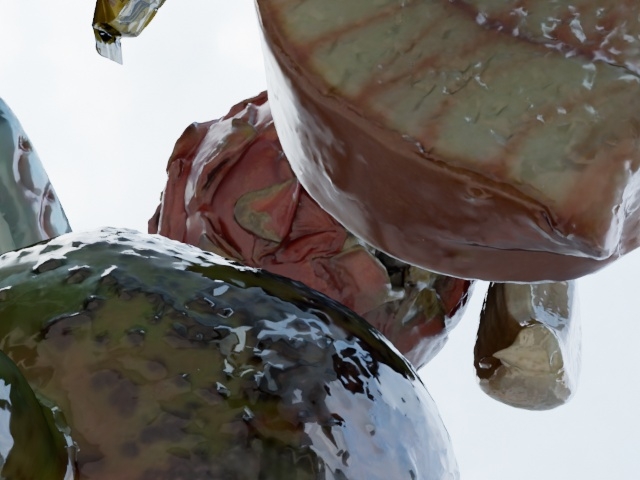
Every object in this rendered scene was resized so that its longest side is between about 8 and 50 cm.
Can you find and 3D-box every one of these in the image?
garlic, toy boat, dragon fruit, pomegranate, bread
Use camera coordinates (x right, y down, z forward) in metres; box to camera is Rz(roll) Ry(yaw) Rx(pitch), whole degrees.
[{"bbox_3d":[0.175,0.049,1.247,0.090,0.198,0.129,12,-42,9],"label":"garlic"},{"bbox_3d":[-0.195,-0.004,0.940,0.134,0.079,0.208,9,-58,39],"label":"toy boat"},{"bbox_3d":[0.000,0.000,1.320,0.342,0.277,0.278,18,-67,48],"label":"dragon fruit"},{"bbox_3d":[-0.090,0.108,0.547,0.284,0.341,0.285,-9,-118,17],"label":"pomegranate"},{"bbox_3d":[0.119,-0.134,0.843,0.295,0.327,0.114,40,-26,29],"label":"bread"}]

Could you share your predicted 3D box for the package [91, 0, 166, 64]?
[{"bbox_3d":[-0.209,-0.263,1.706,0.047,0.071,0.131,39,-80,18],"label":"package"}]
